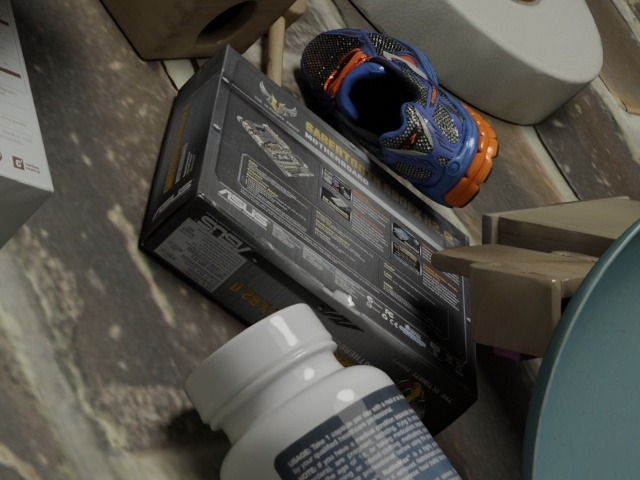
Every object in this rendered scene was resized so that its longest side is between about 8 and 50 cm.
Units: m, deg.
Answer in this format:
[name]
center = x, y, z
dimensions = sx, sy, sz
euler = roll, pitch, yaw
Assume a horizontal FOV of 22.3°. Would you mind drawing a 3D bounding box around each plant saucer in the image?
[plant saucer]
center = 0.230, 0.114, 0.967
dimensions = 0.317, 0.318, 0.043
euler = 26, -7, -36

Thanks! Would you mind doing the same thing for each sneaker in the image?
[sneaker]
center = 0.042, -0.106, 1.162
dimensions = 0.087, 0.083, 0.221
euler = 29, 8, -37

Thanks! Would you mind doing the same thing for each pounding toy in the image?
[pounding toy]
center = -0.059, -0.189, 1.165
dimensions = 0.181, 0.094, 0.206
euler = 55, 29, 12

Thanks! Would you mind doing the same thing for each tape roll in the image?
[tape roll]
center = 0.116, -0.283, 1.564
dimensions = 0.392, 0.072, 0.392
euler = 35, 31, -25

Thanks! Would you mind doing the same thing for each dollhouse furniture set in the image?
[dollhouse furniture set]
center = 0.188, 0.141, 1.090
dimensions = 0.286, 0.198, 0.303
euler = -8, 102, -34

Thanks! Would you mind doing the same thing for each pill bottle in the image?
[pill bottle]
center = 0.011, 0.127, 0.848
dimensions = 0.180, 0.108, 0.108
euler = 55, 28, 12

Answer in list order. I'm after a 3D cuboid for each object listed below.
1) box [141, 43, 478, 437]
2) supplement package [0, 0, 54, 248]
[box]
center = 0.000, 0.000, 1.050
dimensions = 0.231, 0.056, 0.183
euler = 37, 28, -21
[supplement package]
center = -0.212, -0.073, 0.784
dimensions = 0.105, 0.105, 0.179
euler = 19, 39, -40
